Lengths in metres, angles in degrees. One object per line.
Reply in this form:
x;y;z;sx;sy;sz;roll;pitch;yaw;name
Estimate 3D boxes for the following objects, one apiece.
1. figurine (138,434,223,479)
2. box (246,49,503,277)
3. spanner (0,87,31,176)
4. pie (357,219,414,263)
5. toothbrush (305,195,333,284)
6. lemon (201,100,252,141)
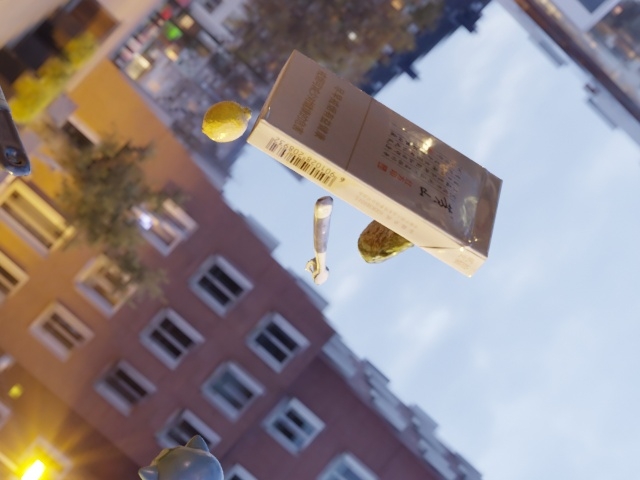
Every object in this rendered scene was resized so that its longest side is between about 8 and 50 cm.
-0.146;0.337;1.608;0.114;0.178;0.144;-36;159;-26;figurine
0.085;-0.111;1.839;0.051;0.365;0.204;-53;-170;37;box
-0.374;-0.189;1.407;0.024;0.087;0.315;-42;-123;24;spanner
0.134;-0.029;1.966;0.187;0.041;0.187;-30;-165;9;pie
0.000;0.000;1.444;0.024;0.026;0.288;-30;166;-9;toothbrush
-0.145;-0.185;2.031;0.083;0.062;0.062;-19;-166;2;lemon
